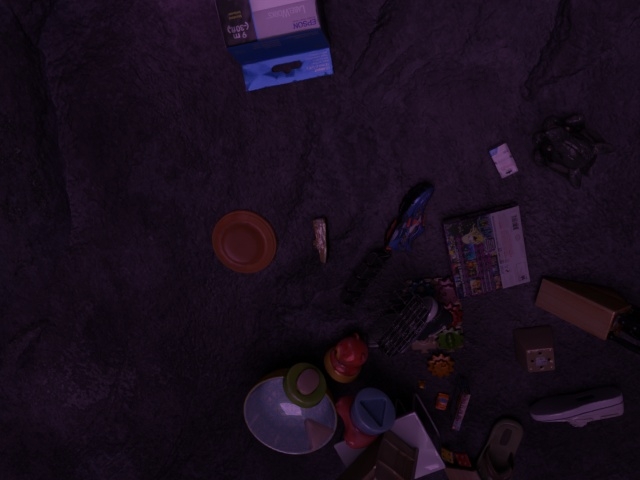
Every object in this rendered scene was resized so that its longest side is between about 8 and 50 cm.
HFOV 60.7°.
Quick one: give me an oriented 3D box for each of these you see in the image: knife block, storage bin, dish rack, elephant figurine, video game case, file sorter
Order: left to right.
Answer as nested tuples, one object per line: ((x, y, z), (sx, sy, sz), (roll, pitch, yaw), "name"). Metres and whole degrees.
((0.134, 0.694, 1.517), (0.123, 0.260, 0.262), (40, 107, 5), "storage bin")
((0.183, 0.177, 1.526), (0.271, 0.074, 0.208), (48, 116, 31), "dish rack")
((0.220, 0.625, 1.706), (0.277, 0.173, 0.193), (-28, 96, 16), "file sorter")
((0.459, 0.032, 1.514), (0.210, 0.042, 0.232), (-15, 108, 3), "video game case")
((0.606, -0.209, 1.313), (0.185, 0.239, 0.170), (0, 110, 8), "elephant figurine")
((0.739, 0.201, 1.445), (0.275, 0.242, 0.088), (10, 110, 5), "knife block")

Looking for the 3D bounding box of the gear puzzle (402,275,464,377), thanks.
((0.342, 0.270, 1.633), (0.175, 0.044, 0.339), (-4, 109, 10), "gear puzzle")

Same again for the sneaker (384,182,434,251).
((0.257, -0.062, 1.514), (0.087, 0.083, 0.221), (20, 118, -14), "sneaker")

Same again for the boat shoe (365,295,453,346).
((0.249, 0.258, 1.574), (0.091, 0.114, 0.302), (33, 143, -19), "boat shoe")

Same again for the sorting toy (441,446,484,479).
((0.482, 0.776, 1.768), (0.132, 0.046, 0.275), (-22, 97, 53), "sorting toy")

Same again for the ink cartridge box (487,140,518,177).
((0.482, -0.213, 1.443), (0.048, 0.028, 0.083), (-26, 104, 16), "ink cartridge box")

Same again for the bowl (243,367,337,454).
((-0.083, 0.506, 1.722), (0.289, 0.156, 0.290), (3, 111, 7), "bowl")

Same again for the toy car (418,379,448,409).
((0.350, 0.495, 1.718), (0.122, 0.040, 0.060), (29, 112, -3), "toy car")

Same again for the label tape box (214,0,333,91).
((-0.120, -0.565, 1.355), (0.248, 0.115, 0.348), (-8, 107, 11), "label tape box")

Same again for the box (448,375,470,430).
((0.427, 0.500, 1.680), (0.027, 0.094, 0.137), (12, 112, 4), "box")

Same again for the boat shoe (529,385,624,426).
((0.770, 0.513, 1.640), (0.267, 0.096, 0.088), (-17, 103, 5), "boat shoe")

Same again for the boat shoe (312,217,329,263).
((0.000, 0.000, 1.583), (0.045, 0.050, 0.136), (-1, 100, 12), "boat shoe")

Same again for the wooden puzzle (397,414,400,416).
((0.274, 0.609, 1.789), (0.083, 0.006, 0.049), (36, 111, -6), "wooden puzzle")

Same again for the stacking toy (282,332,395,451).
((0.061, 0.426, 1.548), (0.130, 0.279, 0.309), (-56, 50, 43), "stacking toy")

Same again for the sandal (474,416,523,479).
((0.567, 0.703, 1.738), (0.120, 0.086, 0.303), (8, 111, 5), "sandal")

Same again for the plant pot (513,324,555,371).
((0.628, 0.321, 1.583), (0.108, 0.096, 0.109), (-9, 108, 11), "plant pot")

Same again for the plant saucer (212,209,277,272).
((-0.229, 0.009, 1.623), (0.199, 0.037, 0.200), (3, 111, 8), "plant saucer")
